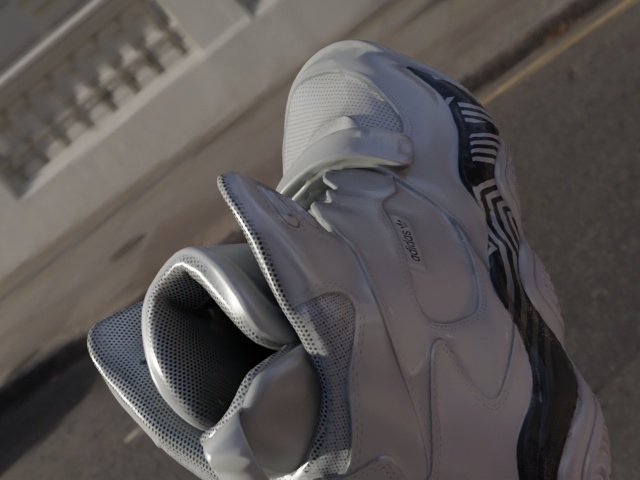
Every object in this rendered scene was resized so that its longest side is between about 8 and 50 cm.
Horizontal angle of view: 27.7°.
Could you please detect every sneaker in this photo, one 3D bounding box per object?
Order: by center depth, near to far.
[{"bbox_3d":[0.000,0.000,0.655,0.137,0.210,0.366,-46,41,29],"label":"sneaker"}]
